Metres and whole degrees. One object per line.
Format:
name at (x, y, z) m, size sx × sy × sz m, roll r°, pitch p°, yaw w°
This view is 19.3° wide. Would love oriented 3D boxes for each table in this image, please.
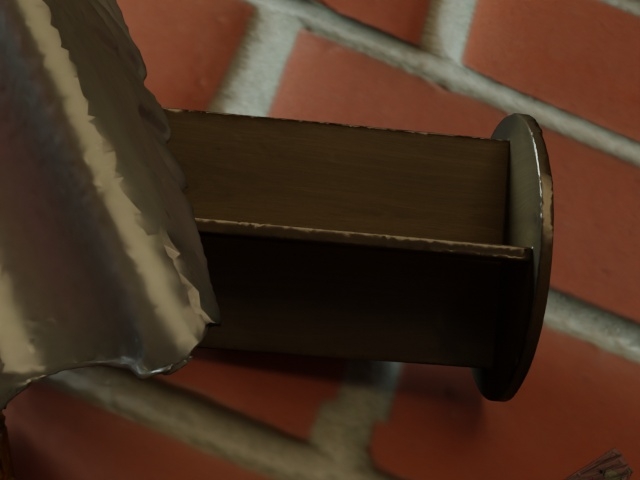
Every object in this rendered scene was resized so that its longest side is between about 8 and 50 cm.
table at (0.000, 0.000, 1.068) m, size 0.227 × 0.167 × 0.167 m, roll 5°, pitch 42°, yaw -9°

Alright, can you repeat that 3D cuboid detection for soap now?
soap at (-0.152, -0.028, 0.972) m, size 0.159 × 0.258 × 0.302 m, roll -24°, pitch 75°, yaw 1°

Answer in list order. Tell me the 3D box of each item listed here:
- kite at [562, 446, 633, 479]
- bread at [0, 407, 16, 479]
kite at (0.180, 0.169, 1.071) m, size 0.153 × 0.005 × 0.137 m, roll 14°, pitch 40°, yaw -14°
bread at (-0.221, 0.100, 0.902) m, size 0.187 × 0.065 × 0.103 m, roll -5°, pitch 42°, yaw -34°
